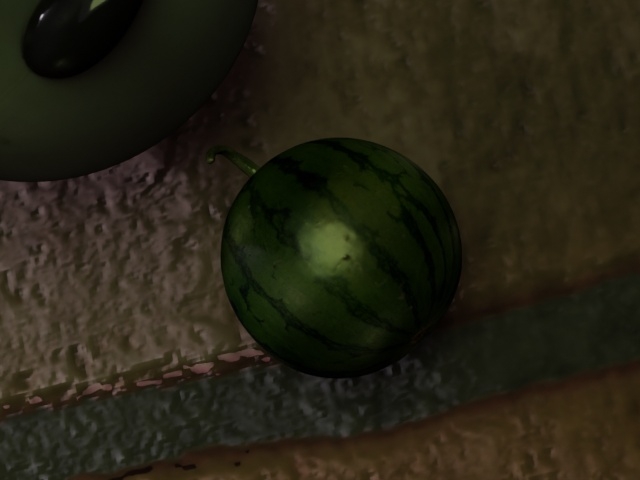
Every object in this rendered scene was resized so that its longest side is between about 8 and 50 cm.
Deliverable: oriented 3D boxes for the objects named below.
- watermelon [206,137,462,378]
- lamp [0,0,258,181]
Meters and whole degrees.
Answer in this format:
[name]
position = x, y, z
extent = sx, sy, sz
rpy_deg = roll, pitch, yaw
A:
[watermelon]
position = 0.006, 0.004, 0.744
extent = 0.109, 0.109, 0.109
rpy_deg = -2, 76, 9
[lamp]
position = -0.109, -0.141, 0.758
extent = 0.198, 0.198, 0.244
rpy_deg = 7, 61, 11
